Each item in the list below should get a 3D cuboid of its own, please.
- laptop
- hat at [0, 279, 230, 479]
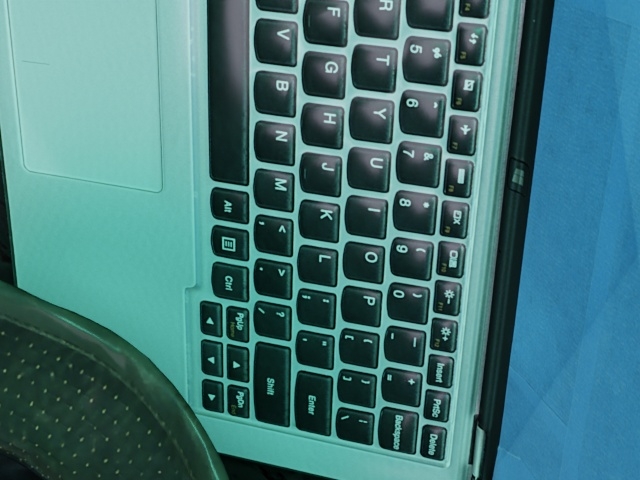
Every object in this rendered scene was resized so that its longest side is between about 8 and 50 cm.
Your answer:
[{"bbox_3d":[0.000,0.000,0.392,0.408,0.236,0.381,10,117,15],"label":"laptop"},{"bbox_3d":[-0.134,0.162,0.475,0.331,0.134,0.331,3,99,22],"label":"hat"}]
